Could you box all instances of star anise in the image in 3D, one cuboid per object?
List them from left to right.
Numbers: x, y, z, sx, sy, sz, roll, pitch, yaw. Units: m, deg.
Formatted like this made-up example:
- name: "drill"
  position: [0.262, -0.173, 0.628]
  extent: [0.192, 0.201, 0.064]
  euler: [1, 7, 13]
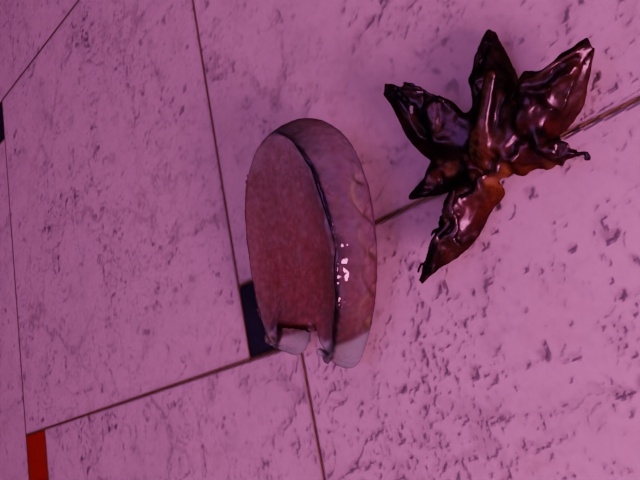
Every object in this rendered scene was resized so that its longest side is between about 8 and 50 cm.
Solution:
- name: "star anise"
  position: [0.117, -0.085, 0.522]
  extent: [0.212, 0.053, 0.157]
  euler: [-47, 57, 36]

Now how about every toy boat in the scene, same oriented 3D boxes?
- name: "toy boat"
  position: [0.000, 0.000, 0.635]
  extent: [0.155, 0.085, 0.227]
  euler: [2, 100, 55]
